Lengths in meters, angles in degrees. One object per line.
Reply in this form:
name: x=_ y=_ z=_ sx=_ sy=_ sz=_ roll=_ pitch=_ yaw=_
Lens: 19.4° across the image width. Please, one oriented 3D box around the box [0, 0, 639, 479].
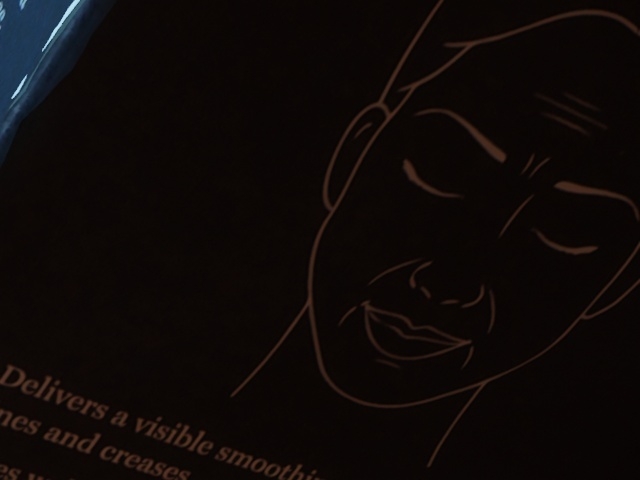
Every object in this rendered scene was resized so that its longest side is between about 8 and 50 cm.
box: x=0.007 y=-0.041 z=0.633 sx=0.395 sy=0.293 sz=0.212 roll=-53 pitch=34 yaw=20
